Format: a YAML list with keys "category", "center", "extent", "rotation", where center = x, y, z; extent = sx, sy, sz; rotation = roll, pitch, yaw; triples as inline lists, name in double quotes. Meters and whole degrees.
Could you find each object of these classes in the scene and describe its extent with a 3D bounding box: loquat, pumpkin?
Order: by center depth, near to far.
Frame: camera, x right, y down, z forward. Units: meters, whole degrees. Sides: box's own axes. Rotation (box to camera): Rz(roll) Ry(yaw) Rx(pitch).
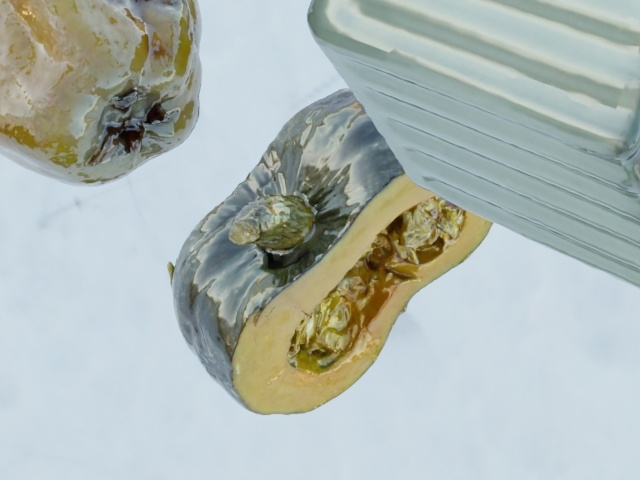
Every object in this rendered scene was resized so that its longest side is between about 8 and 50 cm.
- category: "loquat"
  center: [-0.113, -0.090, 0.792]
  extent: [0.137, 0.113, 0.137]
  rotation: [-4, 68, 10]
- category: "pumpkin"
  center: [0.000, 0.000, 1.536]
  extent: [0.317, 0.222, 0.139]
  rotation: [-46, 45, 12]

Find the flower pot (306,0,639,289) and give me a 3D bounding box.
- category: "flower pot"
  center: [0.142, -0.106, 0.766]
  extent: [0.239, 0.209, 0.189]
  rotation: [-24, 35, -32]
